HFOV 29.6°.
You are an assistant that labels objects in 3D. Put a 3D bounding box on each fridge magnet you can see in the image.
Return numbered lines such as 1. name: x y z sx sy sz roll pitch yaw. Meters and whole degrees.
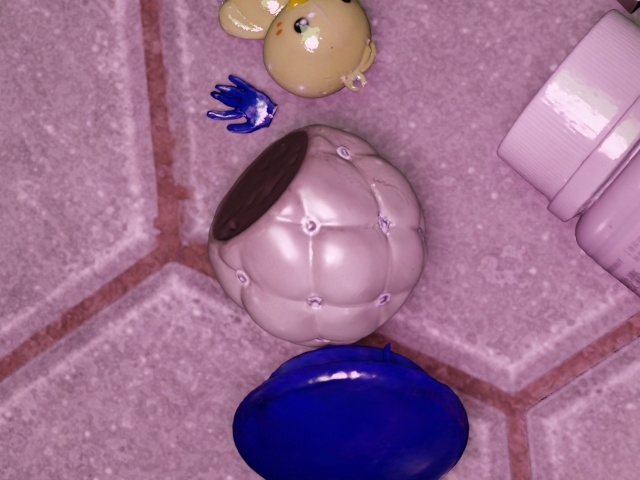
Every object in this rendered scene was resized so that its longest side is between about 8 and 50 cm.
1. fridge magnet: 0.033 0.209 1.359 0.265 0.265 0.112 -8 48 9

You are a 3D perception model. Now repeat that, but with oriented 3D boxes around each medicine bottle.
1. medicine bottle: 0.366 -0.075 1.287 0.306 0.245 0.245 40 96 8

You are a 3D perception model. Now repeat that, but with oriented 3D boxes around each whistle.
1. whistle: -0.047 -0.281 1.408 0.141 0.141 0.294 -41 84 7

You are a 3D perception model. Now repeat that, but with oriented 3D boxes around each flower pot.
1. flower pot: 0.000 0.000 1.349 0.246 0.246 0.195 -45 112 6

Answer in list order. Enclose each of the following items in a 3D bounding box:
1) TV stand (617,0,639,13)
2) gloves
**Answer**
1. TV stand: 0.427 -0.379 1.356 0.269 0.088 0.083 -44 84 7
2. gloves: -0.097 -0.161 1.469 0.086 0.026 0.064 29 96 8
